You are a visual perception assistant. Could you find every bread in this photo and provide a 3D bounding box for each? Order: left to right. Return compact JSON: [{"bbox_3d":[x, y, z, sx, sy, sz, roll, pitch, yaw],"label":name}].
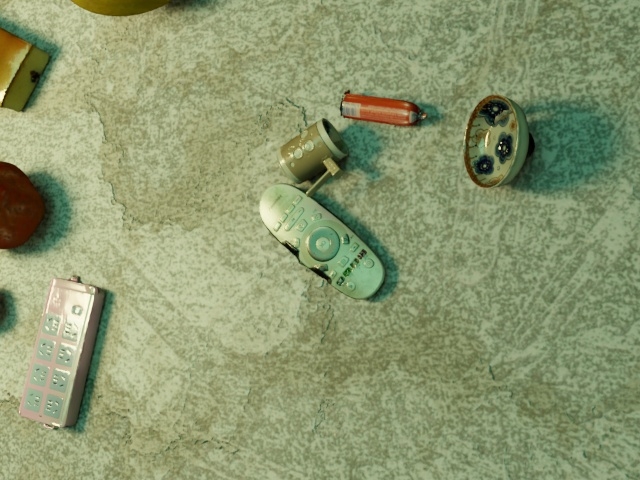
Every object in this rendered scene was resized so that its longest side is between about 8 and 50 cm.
[{"bbox_3d":[-0.707,-0.387,1.869,0.361,0.077,0.138,30,95,25],"label":"bread"}]

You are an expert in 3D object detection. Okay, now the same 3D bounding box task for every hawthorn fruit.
[{"bbox_3d":[-0.608,-0.061,1.717,0.189,0.189,0.189,-4,79,23],"label":"hawthorn fruit"}]

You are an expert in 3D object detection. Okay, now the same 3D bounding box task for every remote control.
[{"bbox_3d":[0.000,0.000,1.509,0.256,0.045,0.097,43,99,21],"label":"remote control"}]

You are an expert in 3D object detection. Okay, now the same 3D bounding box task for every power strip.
[{"bbox_3d":[-0.464,0.201,1.683,0.109,0.037,0.279,10,85,26],"label":"power strip"}]

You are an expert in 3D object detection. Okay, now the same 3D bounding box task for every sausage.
[{"bbox_3d":[0.103,-0.210,1.499,0.145,0.048,0.050,11,47,25],"label":"sausage"}]

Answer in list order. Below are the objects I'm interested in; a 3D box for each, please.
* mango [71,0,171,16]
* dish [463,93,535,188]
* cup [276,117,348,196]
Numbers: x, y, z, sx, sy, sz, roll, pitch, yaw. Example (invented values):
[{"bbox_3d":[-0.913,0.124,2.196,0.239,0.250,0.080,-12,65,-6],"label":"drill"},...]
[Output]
[{"bbox_3d":[-0.296,-0.590,1.627,0.445,0.301,0.220,-44,24,-7],"label":"mango"},{"bbox_3d":[0.283,-0.144,1.395,0.141,0.078,0.141,-177,90,-66],"label":"dish"},{"bbox_3d":[-0.009,-0.130,1.521,0.099,0.074,0.102,-32,83,19],"label":"cup"}]
